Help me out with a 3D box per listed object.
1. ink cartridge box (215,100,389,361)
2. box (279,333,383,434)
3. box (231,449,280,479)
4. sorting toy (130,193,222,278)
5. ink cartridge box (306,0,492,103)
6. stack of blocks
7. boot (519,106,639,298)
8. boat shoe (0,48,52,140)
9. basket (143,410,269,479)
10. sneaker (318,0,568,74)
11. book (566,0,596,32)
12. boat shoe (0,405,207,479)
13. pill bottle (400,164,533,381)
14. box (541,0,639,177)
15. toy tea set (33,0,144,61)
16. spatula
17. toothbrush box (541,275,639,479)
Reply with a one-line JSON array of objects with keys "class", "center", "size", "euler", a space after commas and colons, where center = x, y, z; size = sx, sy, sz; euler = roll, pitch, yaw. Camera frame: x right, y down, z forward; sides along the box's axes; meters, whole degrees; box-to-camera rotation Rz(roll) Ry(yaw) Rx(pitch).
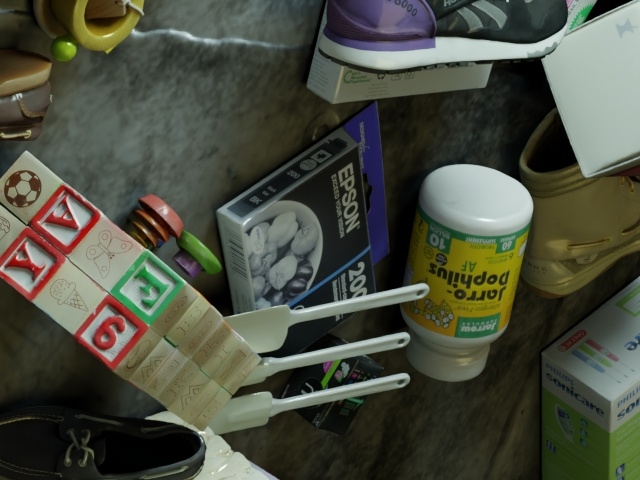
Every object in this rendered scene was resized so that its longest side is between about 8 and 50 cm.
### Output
[{"class": "ink cartridge box", "center": [0.000, 0.000, 1.804], "size": [0.208, 0.045, 0.206], "euler": [-36, 140, -27]}, {"class": "box", "center": [0.012, 0.146, 1.918], "size": [0.052, 0.062, 0.083], "euler": [22, 100, -53]}, {"class": "box", "center": [-0.006, 0.299, 1.795], "size": [0.067, 0.324, 0.063], "euler": [-24, 126, -36]}, {"class": "sorting toy", "center": [-0.134, 0.004, 1.635], "size": [0.042, 0.061, 0.102], "euler": [-47, 121, -11]}, {"class": "ink cartridge box", "center": [0.099, -0.241, 1.723], "size": [0.223, 0.045, 0.224], "euler": [-9, 124, -45]}, {"class": "stack of blocks", "center": [-0.165, 0.051, 1.537], "size": [0.087, 0.171, 0.297], "euler": [-51, 163, -6]}, {"class": "boot", "center": [0.319, -0.078, 2.077], "size": [0.262, 0.095, 0.203], "euler": [-33, 138, -22]}, {"class": "boat shoe", "center": [-0.281, -0.089, 1.374], "size": [0.207, 0.073, 0.073], "euler": [-13, 125, -44]}, {"class": "basket", "center": [-0.158, 0.362, 1.669], "size": [0.331, 0.328, 0.266], "euler": [-14, 126, -43]}, {"class": "sneaker", "center": [0.126, -0.224, 1.643], "size": [0.283, 0.107, 0.124], "euler": [-14, 121, -43]}, {"class": "book", "center": [0.223, -0.238, 1.888], "size": [0.144, 0.035, 0.096], "euler": [13, 109, -56]}, {"class": "boat shoe", "center": [-0.198, 0.175, 1.623], "size": [0.206, 0.075, 0.065], "euler": [7, 158, -16]}, {"class": "pill bottle", "center": [0.145, 0.037, 1.940], "size": [0.117, 0.117, 0.208], "euler": [-21, 133, -39]}, {"class": "box", "center": [0.346, -0.153, 1.936], "size": [0.126, 0.149, 0.232], "euler": [-23, 170, 31]}, {"class": "toy tea set", "center": [-0.090, -0.276, 1.403], "size": [0.336, 0.124, 0.200], "euler": [-46, 144, -12]}, {"class": "spatula", "center": [-0.007, 0.113, 1.813], "size": [0.242, 0.019, 0.168], "euler": [-10, 131, -24]}, {"class": "toothbrush box", "center": [0.388, 0.212, 2.365], "size": [0.206, 0.122, 0.283], "euler": [-35, 141, -26]}]
